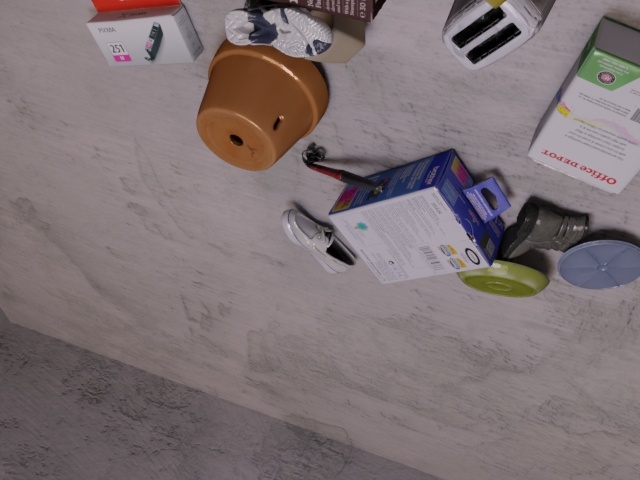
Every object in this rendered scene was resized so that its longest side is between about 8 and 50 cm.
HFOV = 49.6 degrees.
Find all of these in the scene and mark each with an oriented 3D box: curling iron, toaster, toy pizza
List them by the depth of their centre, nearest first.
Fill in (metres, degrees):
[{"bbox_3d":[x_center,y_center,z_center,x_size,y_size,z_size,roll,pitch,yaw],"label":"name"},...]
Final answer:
[{"bbox_3d":[0.312,-0.407,1.247,0.129,0.146,0.227,43,141,-18],"label":"toaster"},{"bbox_3d":[0.666,0.052,1.642,0.201,0.032,0.201,7,144,5],"label":"toy pizza"},{"bbox_3d":[0.049,-0.169,1.711,0.274,0.035,0.068,31,153,37],"label":"curling iron"}]

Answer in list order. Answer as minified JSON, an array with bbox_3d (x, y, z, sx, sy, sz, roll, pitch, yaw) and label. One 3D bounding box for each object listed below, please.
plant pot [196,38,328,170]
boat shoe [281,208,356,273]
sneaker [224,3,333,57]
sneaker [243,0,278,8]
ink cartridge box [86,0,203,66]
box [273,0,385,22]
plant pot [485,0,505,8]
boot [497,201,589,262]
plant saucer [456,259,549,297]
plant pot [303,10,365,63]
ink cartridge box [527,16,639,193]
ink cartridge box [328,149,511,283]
[{"bbox_3d":[-0.152,-0.300,1.592,0.291,0.203,0.291,19,149,12],"label":"plant pot"},{"bbox_3d":[0.000,0.000,1.974,0.088,0.096,0.267,-18,125,39],"label":"boat shoe"},{"bbox_3d":[-0.058,-0.431,1.398,0.235,0.153,0.094,8,118,28],"label":"sneaker"},{"bbox_3d":[-0.115,-0.505,1.483,0.089,0.051,0.170,27,148,0],"label":"sneaker"},{"bbox_3d":[-0.443,-0.534,1.646,0.275,0.060,0.239,5,139,27],"label":"ink cartridge box"},{"bbox_3d":[-0.059,-0.554,1.279,0.381,0.143,0.191,18,149,15],"label":"box"},{"bbox_3d":[0.282,-0.523,1.027,0.212,0.212,0.187,31,152,-25],"label":"plant pot"},{"bbox_3d":[0.532,0.010,1.668,0.161,0.083,0.246,16,147,0],"label":"boot"},{"bbox_3d":[0.459,0.103,1.773,0.241,0.037,0.241,13,165,3],"label":"plant saucer"},{"bbox_3d":[0.033,-0.428,1.429,0.096,0.109,0.109,16,151,-31],"label":"plant pot"},{"bbox_3d":[0.551,-0.246,1.312,0.201,0.117,0.278,24,143,5],"label":"ink cartridge box"},{"bbox_3d":[0.260,-0.050,1.700,0.395,0.151,0.270,-12,127,43],"label":"ink cartridge box"}]
